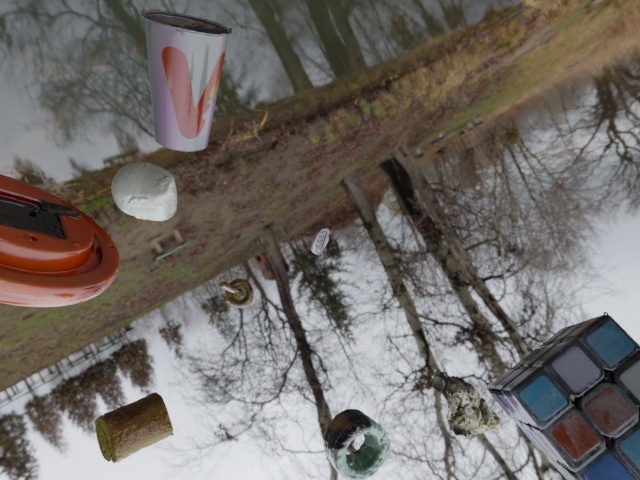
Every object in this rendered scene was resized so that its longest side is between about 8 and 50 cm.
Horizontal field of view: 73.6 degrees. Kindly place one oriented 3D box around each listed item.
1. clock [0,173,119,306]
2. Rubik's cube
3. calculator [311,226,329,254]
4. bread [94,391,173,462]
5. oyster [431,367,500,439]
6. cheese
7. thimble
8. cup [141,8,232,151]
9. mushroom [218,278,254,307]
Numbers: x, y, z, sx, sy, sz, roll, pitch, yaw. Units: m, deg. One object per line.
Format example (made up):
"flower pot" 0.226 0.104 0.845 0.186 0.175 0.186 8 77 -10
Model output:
"clock" -0.300 -0.011 0.419 0.051 0.205 0.205 -55 178 12
"Rubik's cube" 0.741 0.460 1.206 0.363 0.359 0.362 -36 162 2
"calculator" 0.000 0.000 1.519 0.024 0.103 0.166 19 -179 14
"bread" -0.507 0.507 1.164 0.103 0.132 0.172 -31 167 38
"oyster" 0.521 0.594 1.560 0.115 0.351 0.238 -45 -164 29
"cheese" -0.527 -0.149 1.289 0.188 0.155 0.198 8 157 -16
"thimble" 0.137 0.757 1.589 0.237 0.238 0.150 -27 -168 -20
"cup" -0.327 -0.376 1.034 0.203 0.203 0.289 -31 144 -50
"mushroom" -0.268 0.154 1.337 0.088 0.129 0.072 -55 -142 -6
